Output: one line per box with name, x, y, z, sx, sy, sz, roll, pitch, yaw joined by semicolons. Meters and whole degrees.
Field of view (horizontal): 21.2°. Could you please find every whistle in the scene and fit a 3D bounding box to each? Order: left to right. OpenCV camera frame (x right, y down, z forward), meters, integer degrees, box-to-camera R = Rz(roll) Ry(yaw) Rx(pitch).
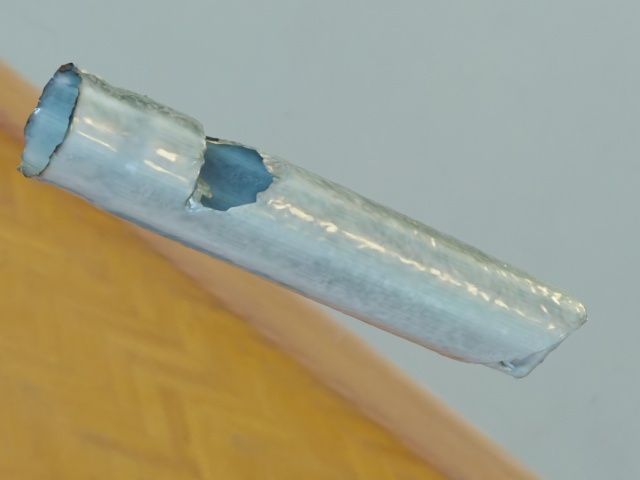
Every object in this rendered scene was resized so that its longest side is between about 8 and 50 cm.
whistle;0.000;0.000;0.852;0.312;0.062;0.062;24;20;-27
